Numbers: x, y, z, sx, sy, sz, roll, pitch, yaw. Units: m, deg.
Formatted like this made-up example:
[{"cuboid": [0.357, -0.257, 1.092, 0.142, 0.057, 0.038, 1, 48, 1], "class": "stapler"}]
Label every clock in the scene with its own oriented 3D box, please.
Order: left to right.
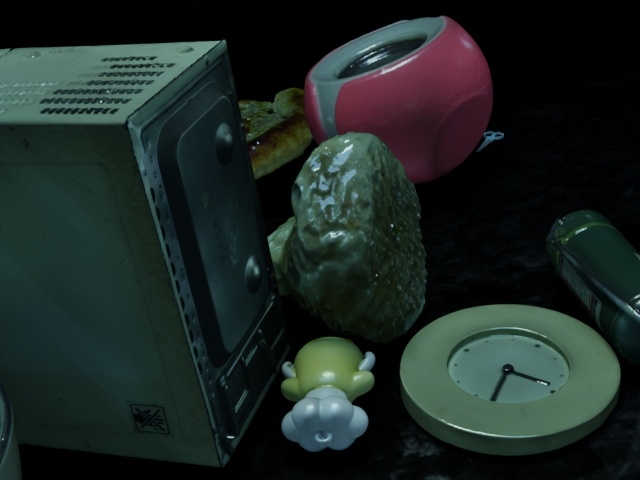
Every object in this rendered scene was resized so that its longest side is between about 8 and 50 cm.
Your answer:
[{"cuboid": [0.203, 0.145, 0.979, 0.235, 0.029, 0.235, -5, 30, 3], "class": "clock"}]

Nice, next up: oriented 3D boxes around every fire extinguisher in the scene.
[{"cuboid": [0.341, 0.067, 1.002, 0.093, 0.118, 0.294, -42, 25, 13], "class": "fire extinguisher"}]

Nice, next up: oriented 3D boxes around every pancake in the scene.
[{"cuboid": [-0.146, -0.194, 1.638, 0.305, 0.066, 0.427, 14, 38, 38], "class": "pancake"}]

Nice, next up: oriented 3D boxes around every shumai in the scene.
[{"cuboid": [0.000, 0.000, 1.079, 0.222, 0.260, 0.225, 3, 47, 24], "class": "shumai"}]

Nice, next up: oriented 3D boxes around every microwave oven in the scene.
[{"cuboid": [-0.231, 0.005, 0.969, 0.333, 0.394, 0.247, 1, 31, 17], "class": "microwave oven"}]

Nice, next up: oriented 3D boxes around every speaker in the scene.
[{"cuboid": [0.116, -0.225, 1.413, 0.294, 0.294, 0.294, -7, 29, 4], "class": "speaker"}]

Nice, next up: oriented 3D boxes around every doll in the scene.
[{"cuboid": [0.007, 0.162, 0.965, 0.106, 0.062, 0.162, -9, 28, 9], "class": "doll"}]

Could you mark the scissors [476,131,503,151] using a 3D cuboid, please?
[{"cuboid": [0.283, -0.167, 1.528, 0.036, 0.006, 0.083, 12, 35, 30], "class": "scissors"}]

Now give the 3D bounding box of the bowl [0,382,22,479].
[{"cuboid": [-0.412, 0.271, 0.762, 0.354, 0.185, 0.354, -7, 29, 4], "class": "bowl"}]
